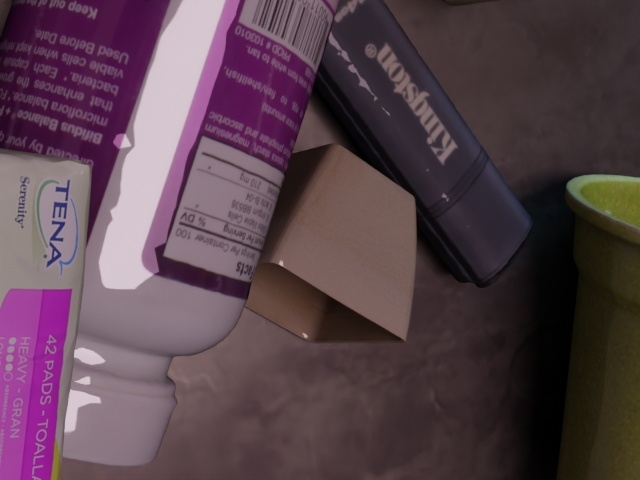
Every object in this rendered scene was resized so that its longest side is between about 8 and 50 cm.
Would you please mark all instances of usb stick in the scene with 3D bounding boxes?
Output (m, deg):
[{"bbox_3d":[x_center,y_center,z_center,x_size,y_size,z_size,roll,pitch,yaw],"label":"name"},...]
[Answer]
[{"bbox_3d":[0.056,-0.084,0.748,0.077,0.045,0.278,-45,115,-16],"label":"usb stick"}]

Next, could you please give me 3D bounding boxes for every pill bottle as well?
[{"bbox_3d":[-0.105,-0.040,0.595,0.169,0.169,0.301,19,87,-30],"label":"pill bottle"}]

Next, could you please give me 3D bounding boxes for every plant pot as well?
[{"bbox_3d":[0.289,0.110,0.800,0.276,0.276,0.253,1,108,-29],"label":"plant pot"},{"bbox_3d":[0.000,0.000,0.699,0.109,0.109,0.096,32,69,-28],"label":"plant pot"}]

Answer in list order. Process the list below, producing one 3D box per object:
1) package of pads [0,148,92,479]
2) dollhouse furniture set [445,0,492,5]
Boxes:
[{"bbox_3d":[-0.206,0.065,0.479,0.101,0.296,0.229,5,94,-36],"label":"package of pads"},{"bbox_3d":[0.104,-0.267,0.702,0.129,0.129,0.183,20,87,-30],"label":"dollhouse furniture set"}]
